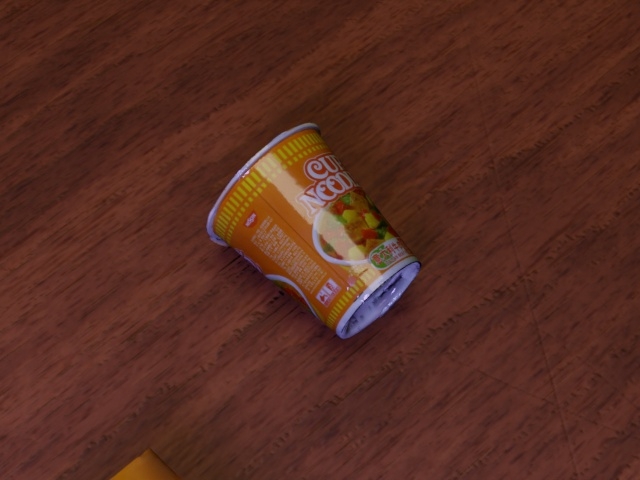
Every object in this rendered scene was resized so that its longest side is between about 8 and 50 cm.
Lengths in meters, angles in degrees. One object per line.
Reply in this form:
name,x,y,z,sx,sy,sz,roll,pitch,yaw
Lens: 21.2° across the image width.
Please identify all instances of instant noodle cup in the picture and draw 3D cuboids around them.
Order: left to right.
instant noodle cup,0.000,0.000,1.774,0.168,0.168,0.185,-37,73,-23

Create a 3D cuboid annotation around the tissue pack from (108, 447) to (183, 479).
tissue pack,-0.132,0.362,1.531,0.194,0.145,0.274,-37,65,-25
